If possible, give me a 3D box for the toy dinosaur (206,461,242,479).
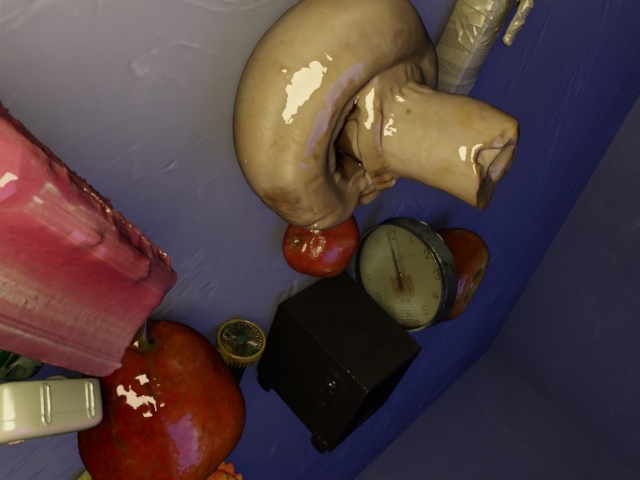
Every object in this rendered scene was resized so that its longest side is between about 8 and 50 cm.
[{"bbox_3d":[-0.231,0.521,1.306,0.288,0.117,0.070,6,135,-42],"label":"toy dinosaur"}]

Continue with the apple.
[{"bbox_3d":[0.299,0.076,1.490,0.235,0.173,0.210,-52,152,-16],"label":"apple"}]

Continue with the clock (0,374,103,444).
[{"bbox_3d":[-0.347,0.188,0.649,0.190,0.062,0.151,-13,167,13],"label":"clock"}]

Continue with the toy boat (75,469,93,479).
[{"bbox_3d":[-0.426,0.491,0.985,0.276,0.084,0.111,-47,153,-3],"label":"toy boat"}]

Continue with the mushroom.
[{"bbox_3d":[0.063,-0.121,0.688,0.292,0.290,0.293,-40,151,-28],"label":"mushroom"}]

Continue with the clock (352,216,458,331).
[{"bbox_3d":[0.158,0.068,1.180,0.049,0.226,0.226,-21,143,-43],"label":"clock"}]

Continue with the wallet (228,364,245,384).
[{"bbox_3d":[-0.223,0.312,1.115,0.170,0.044,0.321,-17,136,-50],"label":"wallet"}]

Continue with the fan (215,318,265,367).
[{"bbox_3d":[-0.158,0.187,0.993,0.155,0.082,0.039,-30,153,-43],"label":"fan"}]

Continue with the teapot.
[{"bbox_3d":[0.240,-0.310,0.929,0.077,0.107,0.201,-15,138,-46],"label":"teapot"}]

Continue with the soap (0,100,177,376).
[{"bbox_3d":[-0.242,-0.037,0.399,0.127,0.220,0.325,-49,156,-11],"label":"soap"}]

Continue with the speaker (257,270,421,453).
[{"bbox_3d":[0.021,0.235,1.183,0.184,0.232,0.254,-27,151,-39],"label":"speaker"}]

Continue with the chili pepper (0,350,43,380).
[{"bbox_3d":[-0.306,0.054,0.604,0.108,0.062,0.216,-14,136,-51],"label":"chili pepper"}]

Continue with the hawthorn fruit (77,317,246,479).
[{"bbox_3d":[-0.218,0.204,0.806,0.224,0.224,0.261,-33,129,-30],"label":"hawthorn fruit"}]

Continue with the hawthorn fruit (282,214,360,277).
[{"bbox_3d":[0.000,0.000,0.966,0.128,0.128,0.128,-37,152,-24],"label":"hawthorn fruit"}]
